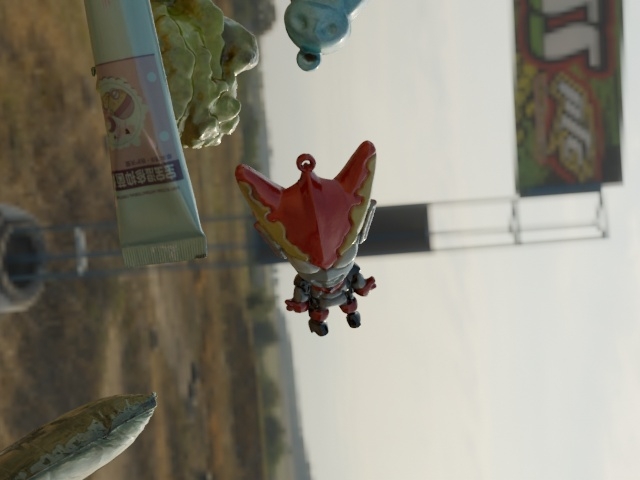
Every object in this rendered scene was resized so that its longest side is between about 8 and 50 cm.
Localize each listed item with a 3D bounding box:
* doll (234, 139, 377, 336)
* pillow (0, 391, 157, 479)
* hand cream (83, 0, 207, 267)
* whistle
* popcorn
[{"bbox_3d":[0.000,0.000,1.104,0.057,0.109,0.169,-101,180,-48],"label":"doll"},{"bbox_3d":[-0.321,0.255,1.519,0.185,0.302,0.075,-24,-84,55],"label":"pillow"},{"bbox_3d":[-0.165,-0.143,1.237,0.058,0.085,0.331,-29,110,-69],"label":"hand cream"},{"bbox_3d":[0.022,-0.304,1.425,0.093,0.186,0.274,28,77,-87],"label":"whistle"},{"bbox_3d":[-0.207,-0.256,1.986,0.206,0.236,0.252,30,-64,50],"label":"popcorn"}]
